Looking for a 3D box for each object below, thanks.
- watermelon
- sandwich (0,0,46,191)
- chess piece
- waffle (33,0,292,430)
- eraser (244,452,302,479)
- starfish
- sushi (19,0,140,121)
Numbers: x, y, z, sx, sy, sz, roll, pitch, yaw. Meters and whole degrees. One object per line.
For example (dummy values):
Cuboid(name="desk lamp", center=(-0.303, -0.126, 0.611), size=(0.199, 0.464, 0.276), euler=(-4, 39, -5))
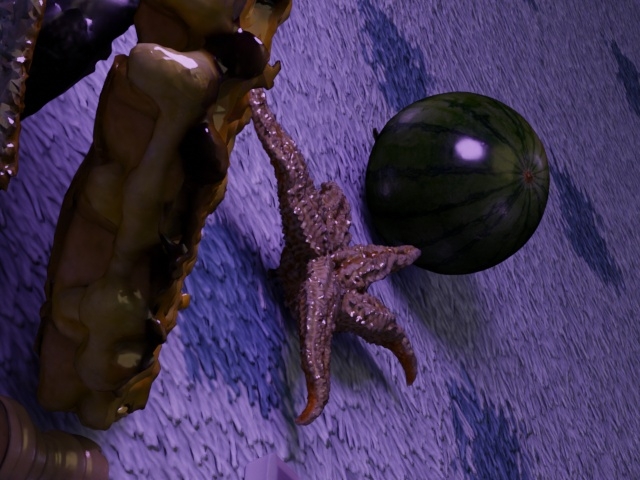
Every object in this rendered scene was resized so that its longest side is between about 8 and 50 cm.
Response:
Cuboid(name="watermelon", center=(0.129, -0.057, 1.783), size=(0.188, 0.214, 0.188), euler=(5, 83, -41))
Cuboid(name="sandwich", center=(-0.253, -0.207, 0.956), size=(0.271, 0.099, 0.301), euler=(20, 81, -23))
Cuboid(name="chess piece", center=(-0.181, 0.135, 1.077), size=(0.122, 0.066, 0.066), euler=(36, 36, -58))
Cuboid(name="waffle", center=(-0.090, -0.065, 1.172), size=(0.095, 0.380, 0.382), euler=(20, 29, 1))
Cuboid(name="eraser", center=(-0.021, 0.218, 1.371), size=(0.105, 0.026, 0.065), euler=(50, 24, -30))
Cuboid(name="starfish", center=(0.006, 0.009, 1.568), size=(0.293, 0.084, 0.302), euler=(6, 65, -68))
Cuboid(name="sushi", center=(-0.193, -0.224, 1.177), size=(0.171, 0.211, 0.350), euler=(47, 50, -25))
